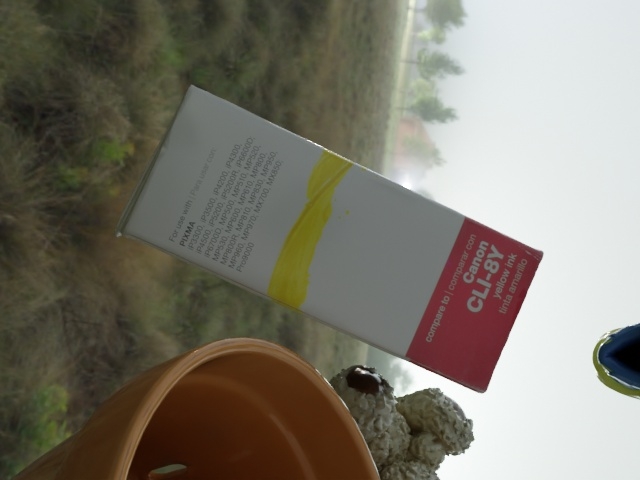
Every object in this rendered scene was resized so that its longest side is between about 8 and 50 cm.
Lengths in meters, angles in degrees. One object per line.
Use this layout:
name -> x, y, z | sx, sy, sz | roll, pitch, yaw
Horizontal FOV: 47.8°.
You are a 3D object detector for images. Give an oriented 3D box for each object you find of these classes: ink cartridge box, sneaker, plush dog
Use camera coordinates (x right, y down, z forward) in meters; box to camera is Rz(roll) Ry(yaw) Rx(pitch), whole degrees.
ink cartridge box -> 0.000, 0.000, 0.803 | 0.279, 0.384, 0.161 | -172, -73, -83
sneaker -> 0.357, 0.111, 0.627 | 0.126, 0.240, 0.091 | 19, 68, -57
plush dog -> 0.080, 0.311, 0.910 | 0.262, 0.210, 0.226 | 26, 32, -42

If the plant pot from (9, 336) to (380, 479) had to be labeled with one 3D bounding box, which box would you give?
plant pot -> -0.103, 0.229, 0.490 | 0.291, 0.203, 0.291 | 38, 43, -45
